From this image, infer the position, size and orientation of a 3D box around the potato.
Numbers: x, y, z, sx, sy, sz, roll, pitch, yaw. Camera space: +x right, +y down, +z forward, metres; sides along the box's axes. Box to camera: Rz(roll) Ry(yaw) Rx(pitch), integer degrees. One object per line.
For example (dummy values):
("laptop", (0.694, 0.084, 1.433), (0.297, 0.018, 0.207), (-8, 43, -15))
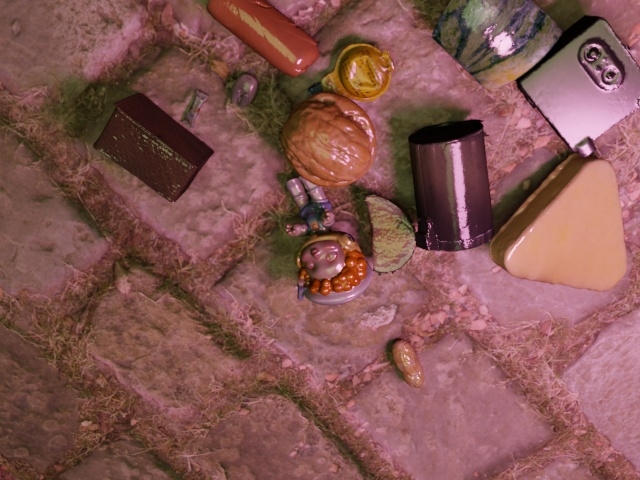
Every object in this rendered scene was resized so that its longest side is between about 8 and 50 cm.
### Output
("potato", (0.204, -0.033, 1.791), (0.138, 0.098, 0.243), (-5, 110, 9))

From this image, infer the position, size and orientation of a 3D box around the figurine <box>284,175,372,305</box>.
("figurine", (0.027, -0.011, 1.795), (0.224, 0.205, 0.382), (-5, 96, 22))

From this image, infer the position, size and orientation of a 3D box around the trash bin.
("trash bin", (0.343, -0.145, 1.660), (0.252, 0.203, 0.301), (-21, 113, -26))

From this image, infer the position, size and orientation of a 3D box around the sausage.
("sausage", (-0.143, -0.540, 1.606), (0.304, 0.121, 0.121), (37, 114, -7))

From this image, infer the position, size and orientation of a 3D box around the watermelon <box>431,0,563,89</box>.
("watermelon", (0.393, -0.510, 1.486), (0.261, 0.201, 0.213), (35, 111, -23))

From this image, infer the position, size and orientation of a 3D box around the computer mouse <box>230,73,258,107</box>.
("computer mouse", (-0.210, -0.408, 1.719), (0.066, 0.039, 0.096), (30, 115, -5))

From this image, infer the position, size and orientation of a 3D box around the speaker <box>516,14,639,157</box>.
("speaker", (0.636, -0.371, 1.530), (0.232, 0.184, 0.254), (-37, 102, 21))

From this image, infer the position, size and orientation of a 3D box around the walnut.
("walnut", (0.026, -0.259, 1.649), (0.257, 0.224, 0.257), (0, 111, 0))

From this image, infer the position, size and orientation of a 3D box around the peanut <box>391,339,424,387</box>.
("peanut", (0.276, 0.392, 1.976), (0.080, 0.080, 0.174), (-22, 108, 17))

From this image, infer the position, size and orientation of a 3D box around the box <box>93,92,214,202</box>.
("box", (-0.459, -0.258, 1.744), (0.273, 0.184, 0.143), (37, 113, -9))

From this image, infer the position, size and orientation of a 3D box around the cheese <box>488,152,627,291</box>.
("cheese", (0.670, -0.054, 1.669), (0.384, 0.104, 0.384), (-4, 108, -13))

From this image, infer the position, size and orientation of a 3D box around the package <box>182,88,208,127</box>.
("package", (-0.353, -0.370, 1.771), (0.037, 0.015, 0.110), (32, 113, 0))

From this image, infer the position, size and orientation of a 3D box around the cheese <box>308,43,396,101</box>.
("cheese", (0.079, -0.425, 1.656), (0.250, 0.064, 0.156), (-21, 109, 27))
